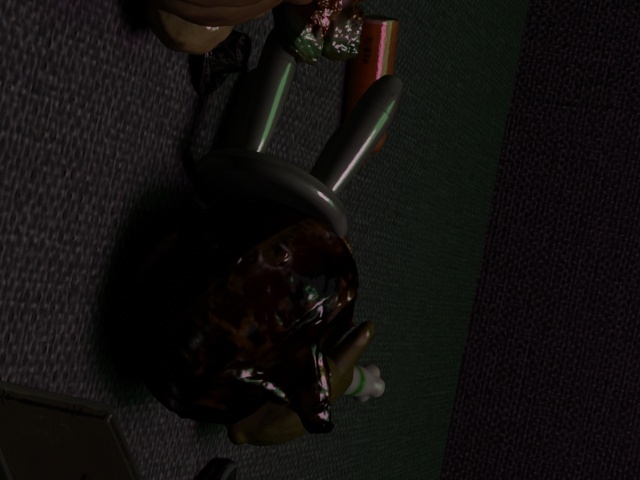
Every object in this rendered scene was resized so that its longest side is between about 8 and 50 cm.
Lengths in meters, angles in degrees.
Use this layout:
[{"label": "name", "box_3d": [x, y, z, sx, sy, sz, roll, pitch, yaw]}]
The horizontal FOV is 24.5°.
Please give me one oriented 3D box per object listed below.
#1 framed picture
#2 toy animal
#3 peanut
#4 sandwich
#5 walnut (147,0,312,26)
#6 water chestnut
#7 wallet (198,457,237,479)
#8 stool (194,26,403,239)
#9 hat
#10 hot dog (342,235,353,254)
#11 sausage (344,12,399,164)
[{"label": "framed picture", "box_3d": [-0.228, 0.256, 1.428, 0.247, 0.022, 0.335, 64, 9, 16]}, {"label": "toy animal", "box_3d": [-0.024, 0.165, 2.029, 0.363, 0.181, 0.180, -26, 133, -67]}, {"label": "peanut", "box_3d": [-0.109, -0.283, 1.594, 0.274, 0.111, 0.125, -54, 128, -49]}, {"label": "sandwich", "box_3d": [0.011, -0.307, 1.682, 0.160, 0.109, 0.185, 123, -33, -44]}, {"label": "walnut", "box_3d": [-0.088, -0.343, 1.368, 0.296, 0.285, 0.285, -32, 133, -41]}, {"label": "water chestnut", "box_3d": [-0.071, 0.096, 1.660, 0.300, 0.300, 0.300, 10, 90, -73]}, {"label": "wallet", "box_3d": [-0.159, 0.463, 1.979, 0.169, 0.044, 0.317, -48, 146, -66]}, {"label": "stool", "box_3d": [-0.025, -0.119, 1.772, 0.199, 0.195, 0.195, -65, -173, -19]}, {"label": "hat", "box_3d": [-0.109, -0.221, 1.729, 0.121, 0.050, 0.121, 10, 90, -76]}, {"label": "hot dog", "box_3d": [0.000, 0.000, 2.166, 0.250, 0.076, 0.104, 65, 40, -65]}, {"label": "sausage", "box_3d": [0.075, -0.230, 2.274, 0.071, 0.071, 0.234, -31, 130, -67]}]
